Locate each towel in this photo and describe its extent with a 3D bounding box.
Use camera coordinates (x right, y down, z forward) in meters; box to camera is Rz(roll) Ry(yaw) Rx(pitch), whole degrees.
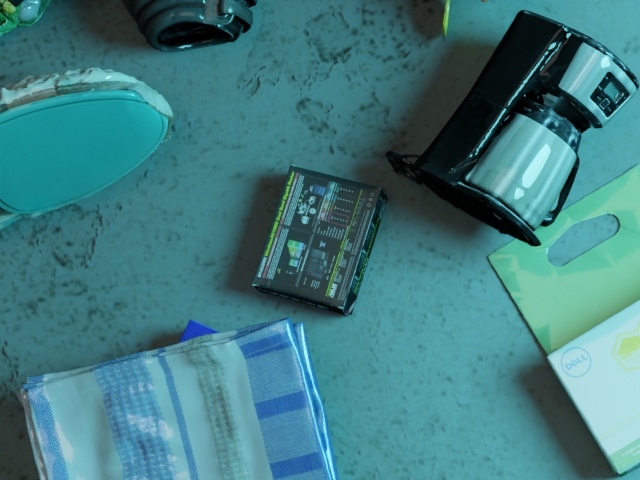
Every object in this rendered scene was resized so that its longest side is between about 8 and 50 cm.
[{"bbox_3d":[-0.126,0.195,1.535,0.285,0.034,0.209,-15,86,19],"label":"towel"}]

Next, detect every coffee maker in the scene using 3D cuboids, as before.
[{"bbox_3d":[0.168,-0.111,1.532,0.171,0.120,0.178,32,84,21],"label":"coffee maker"}]

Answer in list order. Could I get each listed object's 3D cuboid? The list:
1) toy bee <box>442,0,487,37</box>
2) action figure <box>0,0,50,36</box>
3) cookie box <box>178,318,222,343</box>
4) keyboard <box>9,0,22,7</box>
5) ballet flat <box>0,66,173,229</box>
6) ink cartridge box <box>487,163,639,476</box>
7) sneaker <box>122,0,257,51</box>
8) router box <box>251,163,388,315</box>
[{"bbox_3d":[0.147,-0.279,1.540,0.298,0.162,0.195,-1,114,34],"label":"toy bee"},{"bbox_3d":[-0.294,-0.300,1.722,0.137,0.063,0.232,18,85,13],"label":"action figure"},{"bbox_3d":[-0.098,0.140,1.577,0.092,0.040,0.107,24,84,17],"label":"cookie box"},{"bbox_3d":[-0.191,-0.345,1.643,0.317,0.033,0.201,-47,51,-2],"label":"keyboard"},{"bbox_3d":[-0.342,-0.076,1.646,0.409,0.147,0.147,-26,72,5],"label":"ballet flat"},{"bbox_3d":[0.272,0.064,1.503,0.171,0.056,0.235,-31,73,4],"label":"ink cartridge box"},{"bbox_3d":[-0.064,-0.278,1.642,0.296,0.104,0.147,-25,74,13],"label":"sneaker"},{"bbox_3d":[0.000,0.000,1.589,0.092,0.038,0.122,15,80,16],"label":"router box"}]
